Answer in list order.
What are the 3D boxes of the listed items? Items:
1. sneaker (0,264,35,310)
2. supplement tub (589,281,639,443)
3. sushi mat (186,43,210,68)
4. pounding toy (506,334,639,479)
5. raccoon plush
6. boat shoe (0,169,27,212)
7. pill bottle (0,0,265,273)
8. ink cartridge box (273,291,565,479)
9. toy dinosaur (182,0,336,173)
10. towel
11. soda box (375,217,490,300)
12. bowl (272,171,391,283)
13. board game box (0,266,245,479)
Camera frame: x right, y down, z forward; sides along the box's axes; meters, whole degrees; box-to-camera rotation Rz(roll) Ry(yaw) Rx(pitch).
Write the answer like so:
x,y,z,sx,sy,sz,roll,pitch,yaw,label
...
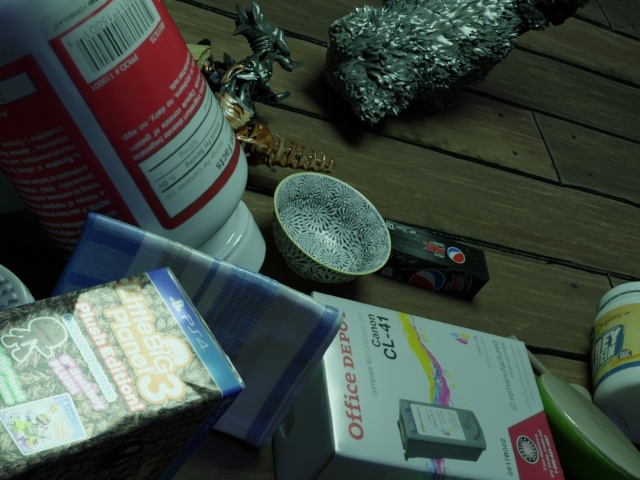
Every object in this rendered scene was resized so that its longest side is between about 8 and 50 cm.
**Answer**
x,y,z,sx,sy,sz,roll,pitch,yaw,label
-0.436,0.053,1.073,0.366,0.150,0.135,21,69,9,sneaker
0.453,0.169,1.563,0.144,0.144,0.200,26,40,-12,supplement tub
-0.303,-0.241,1.397,0.316,0.019,0.151,8,25,3,sushi mat
0.300,0.254,1.405,0.183,0.110,0.237,34,15,-27,pounding toy
0.199,-0.346,1.692,0.216,0.446,0.299,55,28,2,raccoon plush
-0.348,-0.138,1.319,0.102,0.108,0.301,16,39,8,boat shoe
-0.218,-0.111,1.162,0.229,0.229,0.408,-74,144,-49,pill bottle
0.107,0.207,1.287,0.306,0.131,0.226,15,44,-25,ink cartridge box
-0.134,-0.183,1.523,0.322,0.164,0.218,44,51,-20,toy dinosaur
-0.141,0.101,1.150,0.285,0.209,0.034,23,31,-15,towel
0.150,0.028,1.554,0.169,0.053,0.060,17,44,-21,soda box
0.000,0.000,1.452,0.170,0.080,0.170,19,42,-19,bowl
-0.255,0.172,0.978,0.291,0.232,0.141,-16,62,-43,board game box
